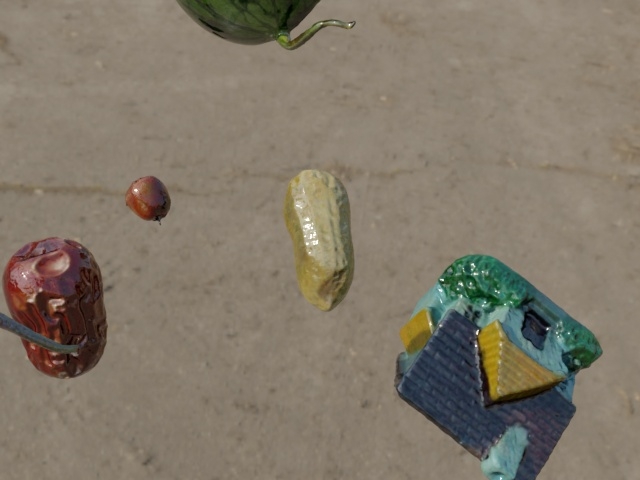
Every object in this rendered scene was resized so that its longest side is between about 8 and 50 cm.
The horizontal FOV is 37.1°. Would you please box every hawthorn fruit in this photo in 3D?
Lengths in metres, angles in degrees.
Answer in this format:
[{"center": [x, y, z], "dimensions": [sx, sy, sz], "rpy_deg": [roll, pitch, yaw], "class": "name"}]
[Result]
[{"center": [-0.281, -0.069, 1.567], "dimensions": [0.077, 0.077, 0.077], "rpy_deg": [6, 29, -3], "class": "hawthorn fruit"}]

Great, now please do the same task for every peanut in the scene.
[{"center": [0.000, 0.000, 1.570], "dimensions": [0.120, 0.236, 0.110], "rpy_deg": [-11, -7, 40], "class": "peanut"}]

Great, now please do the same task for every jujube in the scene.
[{"center": [-0.423, 0.110, 1.537], "dimensions": [0.155, 0.230, 0.155], "rpy_deg": [-2, 26, 1], "class": "jujube"}]

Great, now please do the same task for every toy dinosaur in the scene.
[{"center": [-0.390, 0.068, 0.976], "dimensions": [0.200, 0.251, 0.072], "rpy_deg": [24, 75, 15], "class": "toy dinosaur"}]

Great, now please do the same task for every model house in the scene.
[{"center": [0.249, 0.213, 1.455], "dimensions": [0.280, 0.230, 0.249], "rpy_deg": [37, 40, -3], "class": "model house"}]

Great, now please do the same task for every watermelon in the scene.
[{"center": [-0.076, -0.281, 0.839], "dimensions": [0.204, 0.232, 0.127], "rpy_deg": [-8, -11, 42], "class": "watermelon"}]
